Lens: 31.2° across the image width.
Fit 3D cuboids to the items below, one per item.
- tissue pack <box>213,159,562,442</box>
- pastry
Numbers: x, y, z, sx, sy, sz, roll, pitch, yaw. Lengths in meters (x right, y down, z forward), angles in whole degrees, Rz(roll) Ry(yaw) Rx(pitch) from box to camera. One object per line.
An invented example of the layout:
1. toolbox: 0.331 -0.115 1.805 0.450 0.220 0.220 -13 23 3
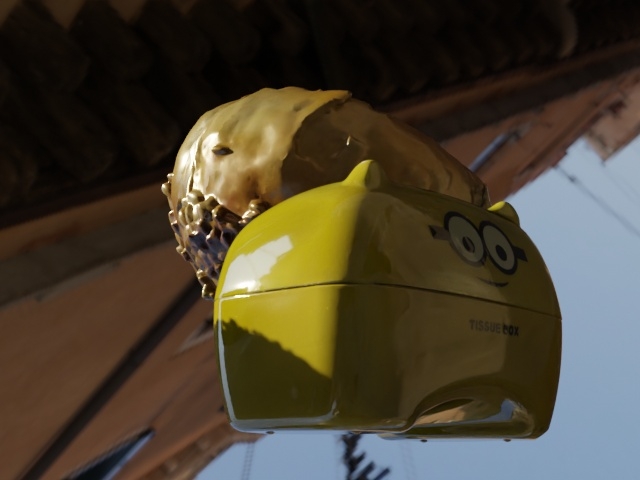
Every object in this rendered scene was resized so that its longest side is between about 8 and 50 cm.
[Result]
1. tissue pack: 0.037 0.037 0.577 0.178 0.123 0.127 14 -109 -45
2. pastry: 0.000 0.000 0.980 0.284 0.316 0.184 33 -105 -29
